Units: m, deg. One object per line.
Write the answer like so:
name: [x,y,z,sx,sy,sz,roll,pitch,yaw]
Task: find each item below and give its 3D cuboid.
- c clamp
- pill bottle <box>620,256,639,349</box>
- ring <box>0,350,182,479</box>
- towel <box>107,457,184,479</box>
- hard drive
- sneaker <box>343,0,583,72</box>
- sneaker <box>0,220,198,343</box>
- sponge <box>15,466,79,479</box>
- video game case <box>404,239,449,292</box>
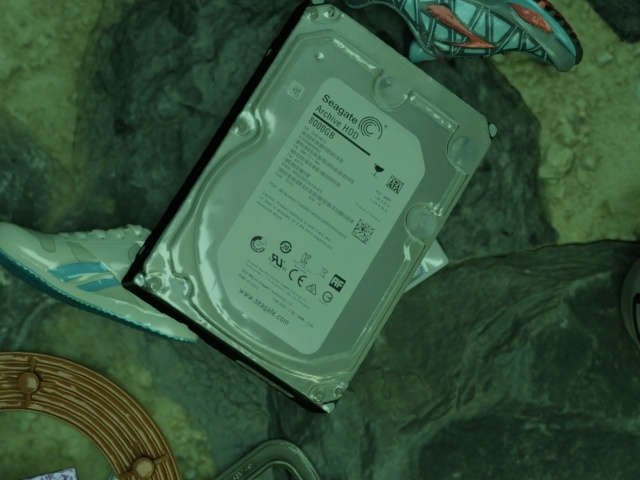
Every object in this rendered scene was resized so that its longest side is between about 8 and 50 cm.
c clamp: [-0.042,0.272,1.691,0.160,0.022,0.137,-28,87,-25]
pill bottle: [0.398,0.069,1.640,0.169,0.301,0.169,0,93,-9]
ring: [-0.296,0.274,1.637,0.336,0.032,0.337,0,86,-2]
towel: [-0.121,0.360,1.697,0.285,0.034,0.209,26,85,-12]
hard drive: [-0.005,-0.035,1.646,0.237,0.064,0.339,36,74,-14]
sneaker: [0.135,-0.225,1.701,0.262,0.104,0.125,29,104,-6]
sneaker: [-0.212,0.023,1.647,0.228,0.087,0.092,22,81,-17]
sponge: [-0.320,0.292,1.603,0.210,0.031,0.117,-13,87,-4]
video game case: [0.000,0.000,1.708,0.201,0.023,0.183,-33,97,-7]
